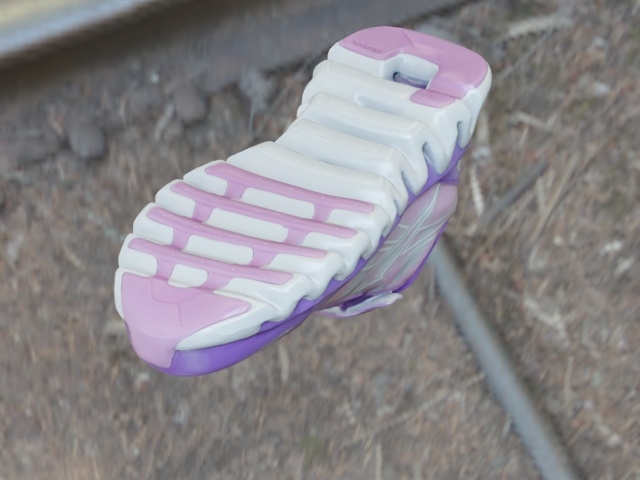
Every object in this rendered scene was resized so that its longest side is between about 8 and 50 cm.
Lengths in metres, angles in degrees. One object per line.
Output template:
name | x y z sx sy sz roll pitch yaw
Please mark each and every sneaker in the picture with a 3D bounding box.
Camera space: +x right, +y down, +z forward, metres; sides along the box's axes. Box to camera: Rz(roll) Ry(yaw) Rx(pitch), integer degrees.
sneaker | 0.000 0.000 0.836 0.095 0.104 0.236 22 42 25
